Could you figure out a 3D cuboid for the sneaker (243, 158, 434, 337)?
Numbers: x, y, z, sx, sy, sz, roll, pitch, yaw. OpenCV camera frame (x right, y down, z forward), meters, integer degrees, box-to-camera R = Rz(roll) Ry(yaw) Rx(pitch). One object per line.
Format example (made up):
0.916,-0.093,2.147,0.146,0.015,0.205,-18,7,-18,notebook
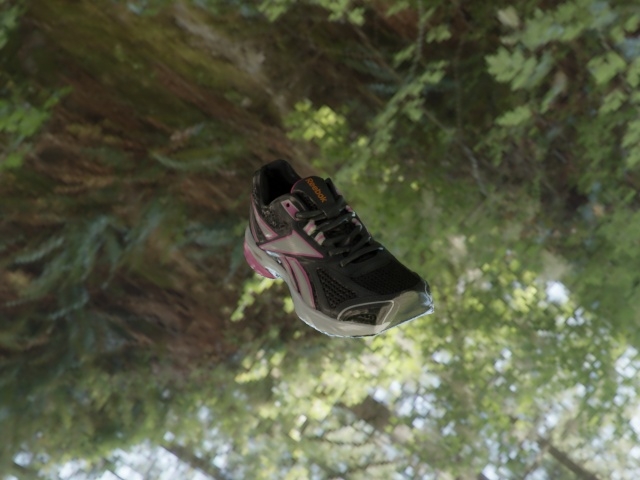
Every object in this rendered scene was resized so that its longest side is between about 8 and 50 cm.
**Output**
0.000,0.000,0.751,0.072,0.077,0.178,-24,-147,-32,sneaker
